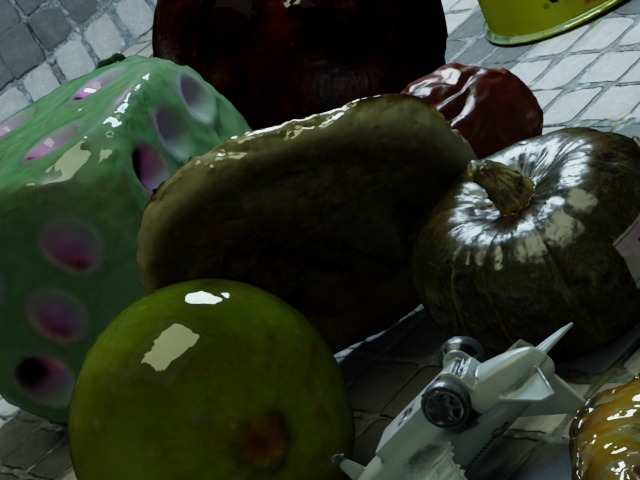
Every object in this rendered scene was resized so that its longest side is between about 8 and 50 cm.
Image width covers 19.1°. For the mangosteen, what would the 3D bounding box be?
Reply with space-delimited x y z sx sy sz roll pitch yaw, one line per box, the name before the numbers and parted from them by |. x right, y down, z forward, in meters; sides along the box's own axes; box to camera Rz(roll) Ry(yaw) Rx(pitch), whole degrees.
mangosteen | -0.018 -0.251 2.413 0.381 0.381 0.421 -29 -7 8

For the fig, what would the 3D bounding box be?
fig | -0.110 0.156 1.718 0.258 0.258 0.326 -35 17 -9

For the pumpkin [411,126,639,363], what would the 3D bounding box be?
pumpkin | 0.197 -0.005 1.737 0.260 0.189 0.260 -30 19 11

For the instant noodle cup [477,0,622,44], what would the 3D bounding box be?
instant noodle cup | 0.304 -0.452 2.538 0.325 0.254 0.325 -28 19 11

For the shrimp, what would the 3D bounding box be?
shrimp | 0.265 0.168 1.415 0.164 0.062 0.317 -25 16 16

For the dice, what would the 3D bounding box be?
dice | -0.238 -0.001 2.177 0.330 0.318 0.322 -22 23 27

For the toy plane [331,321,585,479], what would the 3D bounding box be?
toy plane | 0.102 0.158 1.564 0.255 0.101 0.251 -40 9 27

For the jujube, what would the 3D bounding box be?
jujube | 0.132 -0.097 2.098 0.250 0.174 0.174 -30 17 -29

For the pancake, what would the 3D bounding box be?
pancake | -0.001 -0.002 1.852 0.356 0.356 0.065 -30 50 4
